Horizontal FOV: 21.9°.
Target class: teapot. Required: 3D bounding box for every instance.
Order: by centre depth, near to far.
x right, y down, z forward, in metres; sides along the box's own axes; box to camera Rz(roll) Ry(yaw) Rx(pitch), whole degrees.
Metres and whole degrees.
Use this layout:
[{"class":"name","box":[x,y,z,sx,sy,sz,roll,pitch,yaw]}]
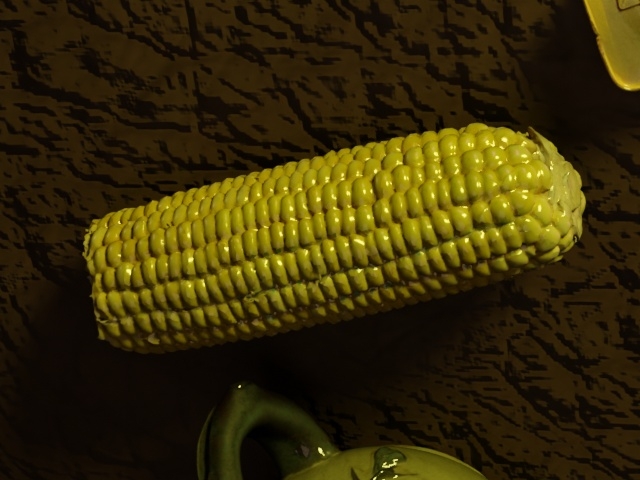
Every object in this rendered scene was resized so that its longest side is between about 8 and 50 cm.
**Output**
[{"class":"teapot","box":[0.023,0.195,0.842,0.173,0.182,0.269,-28,111,27]}]

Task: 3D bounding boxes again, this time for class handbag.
[{"class":"handbag","box":[0.158,-0.104,0.715,0.083,0.027,0.061,-18,115,19]}]

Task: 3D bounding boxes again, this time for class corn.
[{"class":"corn","box":[0.000,0.000,0.784,0.248,0.081,0.081,-12,119,20]}]
